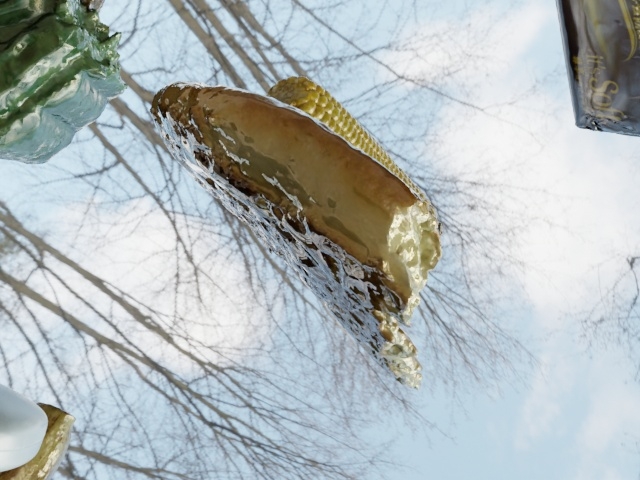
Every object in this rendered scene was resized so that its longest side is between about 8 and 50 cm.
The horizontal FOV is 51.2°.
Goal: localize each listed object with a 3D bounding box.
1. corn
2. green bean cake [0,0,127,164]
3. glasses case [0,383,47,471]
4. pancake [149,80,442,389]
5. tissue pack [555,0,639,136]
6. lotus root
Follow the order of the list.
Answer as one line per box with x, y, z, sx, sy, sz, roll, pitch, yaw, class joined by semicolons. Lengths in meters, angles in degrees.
0.041;-0.074;0.808;0.106;0.305;0.106;-25;-136;27;corn
-0.296;-0.270;0.646;0.308;0.169;0.300;-43;-83;-6;green bean cake
-0.224;0.075;0.329;0.178;0.067;0.045;16;-96;4;glasses case
0.000;0.000;0.433;0.057;0.244;0.266;-44;-148;-10;pancake
0.336;-0.267;0.596;0.210;0.370;0.198;15;-116;37;tissue pack
-0.406;0.306;0.805;0.110;0.097;0.258;36;-106;-1;lotus root
